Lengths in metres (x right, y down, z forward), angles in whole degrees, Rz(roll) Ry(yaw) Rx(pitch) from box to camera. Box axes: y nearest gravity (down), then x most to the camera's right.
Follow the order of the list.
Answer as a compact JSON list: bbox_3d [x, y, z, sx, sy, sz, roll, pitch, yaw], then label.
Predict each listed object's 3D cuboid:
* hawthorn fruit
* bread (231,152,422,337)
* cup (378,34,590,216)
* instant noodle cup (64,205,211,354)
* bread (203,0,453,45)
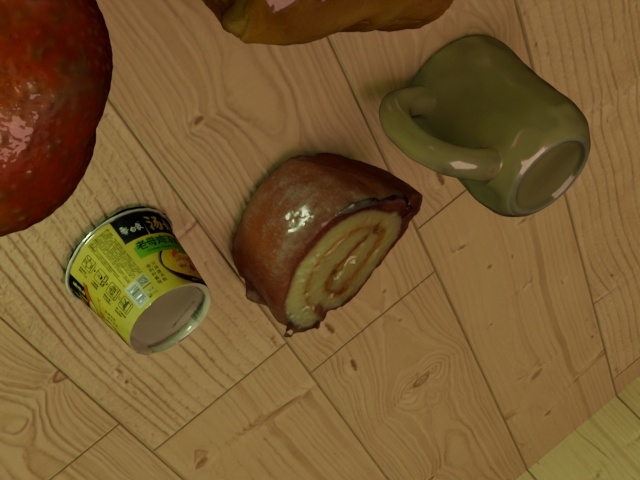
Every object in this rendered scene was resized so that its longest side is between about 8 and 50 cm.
[{"bbox_3d":[-0.319,-0.153,1.177,0.275,0.275,0.299,-47,129,8],"label":"hawthorn fruit"},{"bbox_3d":[-0.009,0.000,1.831,0.190,0.123,0.244,8,123,-50],"label":"bread"},{"bbox_3d":[0.209,-0.152,1.806,0.173,0.202,0.255,-50,147,13],"label":"cup"},{"bbox_3d":[-0.208,0.054,1.677,0.151,0.122,0.151,-28,148,-19],"label":"instant noodle cup"},{"bbox_3d":[0.039,-0.303,1.484,0.344,0.149,0.195,-15,139,-37],"label":"bread"}]
